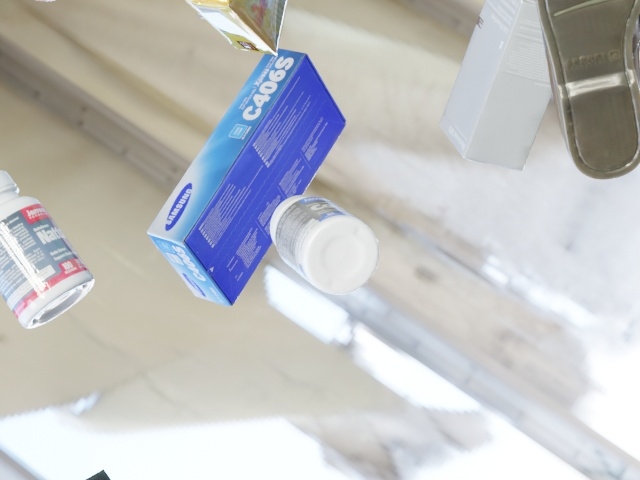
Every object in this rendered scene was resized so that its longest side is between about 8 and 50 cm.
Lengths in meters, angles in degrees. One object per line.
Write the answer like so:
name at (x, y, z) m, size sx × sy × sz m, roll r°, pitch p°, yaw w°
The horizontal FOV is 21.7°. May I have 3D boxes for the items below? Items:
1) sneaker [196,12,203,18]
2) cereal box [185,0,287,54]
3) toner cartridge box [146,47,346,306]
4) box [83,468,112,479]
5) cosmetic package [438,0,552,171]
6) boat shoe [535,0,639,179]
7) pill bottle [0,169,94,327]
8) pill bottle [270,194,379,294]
sneaker at (-0.091, -0.329, 2.120) m, size 0.188 × 0.071 × 0.066 m, roll -57°, pitch -36°, yaw -47°
cereal box at (-0.054, -0.302, 1.487) m, size 0.173 × 0.047 × 0.240 m, roll 29°, pitch -108°, yaw -75°
toner cartridge box at (-0.101, -0.094, 2.408) m, size 0.348 × 0.075 × 0.165 m, roll -58°, pitch -40°, yaw -22°
box at (-0.243, 0.292, 1.757) m, size 0.052 × 0.062 × 0.083 m, roll -27°, pitch -16°, yaw -40°
cosmetic package at (0.258, -0.230, 2.298) m, size 0.127 × 0.107 × 0.238 m, roll -120°, pitch 47°, yaw -61°
boat shoe at (0.258, -0.217, 1.625) m, size 0.104 × 0.110 × 0.307 m, roll -89°, pitch -4°, yaw -66°
pill bottle at (-0.371, 0.008, 2.060) m, size 0.108 × 0.180 × 0.108 m, roll -36°, pitch -8°, yaw -6°
pill bottle at (0.000, 0.000, 1.638) m, size 0.078 × 0.078 × 0.137 m, roll -56°, pitch 23°, yaw 1°
